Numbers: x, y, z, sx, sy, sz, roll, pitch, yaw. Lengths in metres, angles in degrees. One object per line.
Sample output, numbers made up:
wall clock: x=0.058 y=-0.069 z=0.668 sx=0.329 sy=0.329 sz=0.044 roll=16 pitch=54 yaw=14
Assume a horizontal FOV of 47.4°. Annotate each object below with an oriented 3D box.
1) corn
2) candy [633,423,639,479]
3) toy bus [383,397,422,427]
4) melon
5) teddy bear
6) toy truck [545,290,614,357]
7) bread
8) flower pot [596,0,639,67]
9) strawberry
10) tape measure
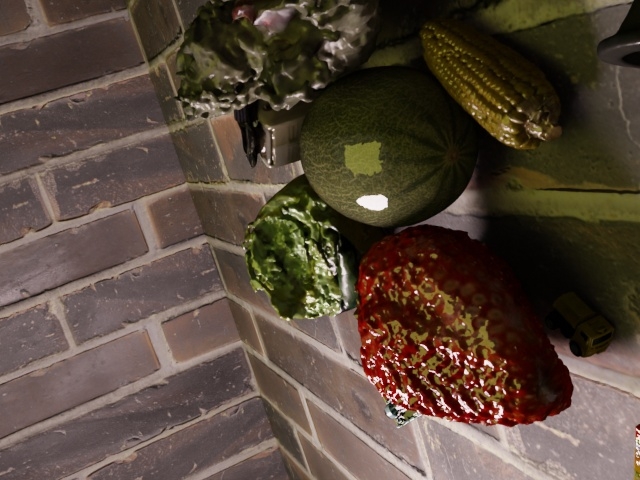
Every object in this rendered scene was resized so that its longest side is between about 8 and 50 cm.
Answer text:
corn: x=0.211 y=-0.202 z=0.921 sx=0.261 sy=0.097 sz=0.097 roll=54 pitch=156 yaw=40
candy: x=0.433 y=0.288 z=0.923 sx=0.062 sy=0.038 sz=0.121 roll=39 pitch=145 yaw=56
toy bus: x=0.170 y=0.293 z=1.538 sx=0.088 sy=0.101 sz=0.175 roll=-42 pitch=67 yaw=40
melon: x=0.099 y=-0.136 z=1.073 sx=0.302 sy=0.238 sz=0.237 roll=18 pitch=126 yaw=62
teddy bear: x=-0.088 y=-0.312 z=1.052 sx=0.224 sy=0.368 sz=0.357 roll=40 pitch=-152 yaw=-46
toy truck: x=0.345 y=0.112 z=0.963 sx=0.083 sy=0.049 sz=0.054 roll=53 pitch=155 yaw=40
bread: x=0.000 y=0.000 z=1.349 sx=0.251 sy=0.208 sz=0.376 roll=64 pitch=-163 yaw=-9
flower pot: x=0.321 y=-0.198 z=0.503 sx=0.235 sy=0.235 sz=0.148 roll=-162 pitch=74 yaw=-66
strawberry: x=0.195 y=0.134 z=1.035 sx=0.312 sy=0.267 sz=0.351 roll=56 pitch=169 yaw=-31
tape measure: x=-0.054 y=-0.254 z=1.307 sx=0.231 sy=0.271 sz=0.132 roll=50 pitch=154 yaw=39
